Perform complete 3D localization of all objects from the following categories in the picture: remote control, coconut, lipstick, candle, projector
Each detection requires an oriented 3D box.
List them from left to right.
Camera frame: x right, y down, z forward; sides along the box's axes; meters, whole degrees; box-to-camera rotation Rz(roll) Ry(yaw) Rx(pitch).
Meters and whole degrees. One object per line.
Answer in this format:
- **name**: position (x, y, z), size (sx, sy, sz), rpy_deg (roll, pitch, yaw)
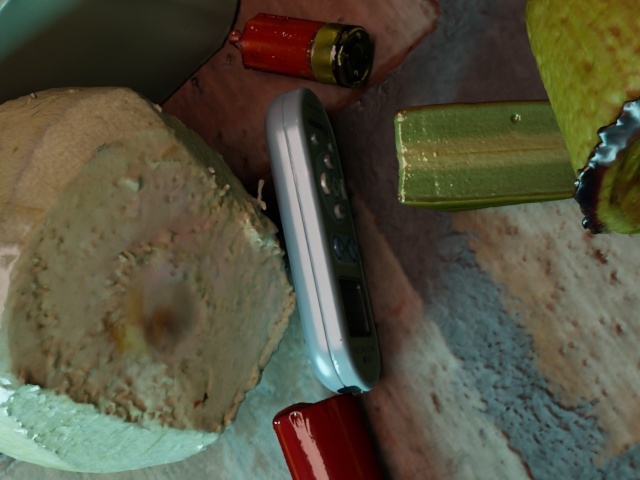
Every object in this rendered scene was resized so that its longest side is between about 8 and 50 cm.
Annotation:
- **projector**: position (-0.257, -0.235, 0.860), size (0.248, 0.249, 0.248), rpy_deg (-38, 72, 24)
- **coconut**: position (-0.194, 0.028, 0.789), size (0.254, 0.297, 0.297), rpy_deg (7, 93, 48)
- **candle**: position (-0.024, -0.159, 0.833), size (0.130, 0.052, 0.052), rpy_deg (14, 96, 31)
- **remote control**: position (0.000, 0.000, 0.792), size (0.047, 0.087, 0.244), rpy_deg (-14, 81, 15)
- **lipstick**: position (0.040, 0.255, 0.774), size (0.073, 0.073, 0.280), rpy_deg (-27, 75, 28)

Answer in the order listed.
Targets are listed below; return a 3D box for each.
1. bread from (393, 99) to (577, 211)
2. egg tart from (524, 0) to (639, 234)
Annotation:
- **bread**: position (0.133, -0.063, 0.717), size (0.139, 0.084, 0.074), rpy_deg (-4, 86, 30)
- **egg tart**: position (0.224, -0.110, 0.607), size (0.215, 0.215, 0.171), rpy_deg (-40, 55, 24)
